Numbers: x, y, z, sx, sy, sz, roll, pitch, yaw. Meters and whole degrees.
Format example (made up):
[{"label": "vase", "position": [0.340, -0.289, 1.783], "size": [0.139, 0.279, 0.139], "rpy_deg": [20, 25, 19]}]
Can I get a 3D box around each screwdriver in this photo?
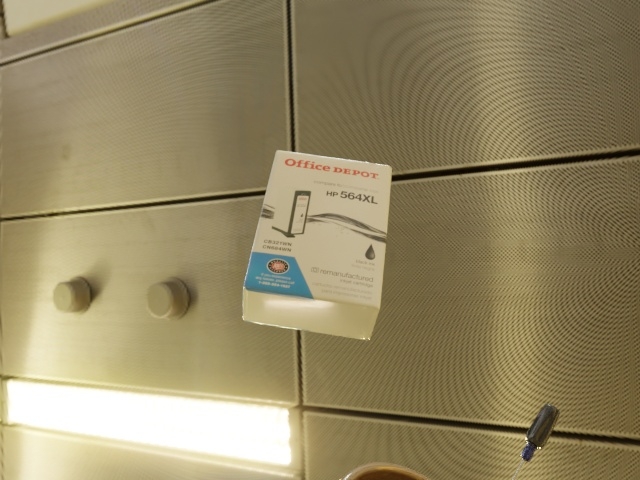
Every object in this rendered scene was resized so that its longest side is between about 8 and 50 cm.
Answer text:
[{"label": "screwdriver", "position": [0.223, 0.258, 0.668], "size": [0.024, 0.025, 0.169], "rpy_deg": [33, -109, 10]}]

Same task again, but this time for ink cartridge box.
[{"label": "ink cartridge box", "position": [0.000, 0.000, 0.702], "size": [0.148, 0.085, 0.203], "rpy_deg": [8, -125, 0]}]

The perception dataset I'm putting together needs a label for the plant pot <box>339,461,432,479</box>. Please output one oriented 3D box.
[{"label": "plant pot", "position": [0.071, 0.456, 0.740], "size": [0.263, 0.263, 0.229], "rpy_deg": [43, -64, 23]}]
